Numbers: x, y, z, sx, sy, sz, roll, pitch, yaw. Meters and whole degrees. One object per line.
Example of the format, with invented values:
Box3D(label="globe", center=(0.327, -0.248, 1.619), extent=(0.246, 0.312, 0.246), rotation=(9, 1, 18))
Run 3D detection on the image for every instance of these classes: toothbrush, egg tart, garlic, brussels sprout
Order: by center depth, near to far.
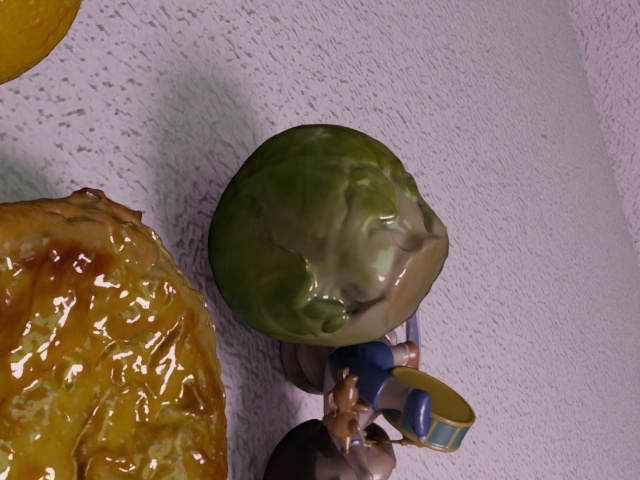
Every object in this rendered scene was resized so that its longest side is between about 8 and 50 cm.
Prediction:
Box3D(label="egg tart", center=(-0.194, 0.133, 0.528), extent=(0.341, 0.129, 0.341), rotation=(24, 60, -50))
Box3D(label="brussels sprout", center=(0.000, 0.000, 0.736), extent=(0.244, 0.244, 0.244), rotation=(21, 63, -51))
Box3D(label="garlic", center=(0.032, 0.143, 0.864), extent=(0.127, 0.131, 0.194), rotation=(-82, 152, -56))
Box3D(label="toothbrush", center=(0.138, 0.109, 1.098), extent=(0.027, 0.021, 0.269), rotation=(22, 63, -44))

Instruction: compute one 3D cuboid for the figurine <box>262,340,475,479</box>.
Box3D(label="figurine", center=(0.031, 0.237, 0.753), extent=(0.158, 0.275, 0.161), rotation=(28, 17, -2))

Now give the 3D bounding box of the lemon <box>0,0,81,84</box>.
Box3D(label="lemon", center=(-0.258, -0.188, 0.485), extent=(0.244, 0.187, 0.187), rotation=(-51, 122, -42))
